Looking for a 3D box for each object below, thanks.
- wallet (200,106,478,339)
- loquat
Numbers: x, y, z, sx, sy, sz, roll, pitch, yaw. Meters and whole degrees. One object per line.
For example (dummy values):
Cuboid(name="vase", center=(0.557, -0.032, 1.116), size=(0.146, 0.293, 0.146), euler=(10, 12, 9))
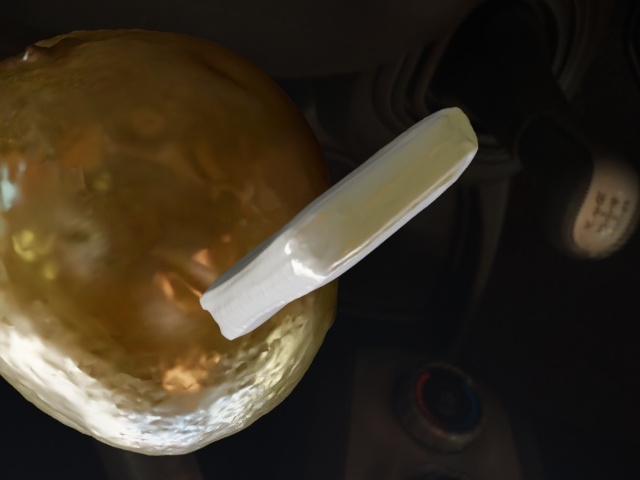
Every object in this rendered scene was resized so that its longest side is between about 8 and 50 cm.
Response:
Cuboid(name="wallet", center=(0.000, 0.000, 0.507), size=(0.033, 0.095, 0.190), euler=(54, 156, 0))
Cuboid(name="loquat", center=(-0.128, -0.002, 0.762), size=(0.276, 0.276, 0.284), euler=(-8, 111, 5))
